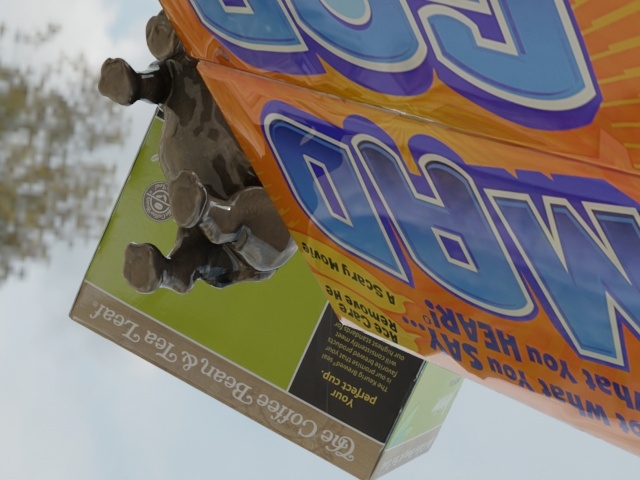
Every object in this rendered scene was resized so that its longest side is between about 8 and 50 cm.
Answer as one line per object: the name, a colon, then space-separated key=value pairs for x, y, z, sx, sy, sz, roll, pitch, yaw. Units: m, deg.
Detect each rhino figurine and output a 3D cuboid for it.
rhino figurine: x=-0.063 y=-0.088 z=0.881 sx=0.073 sy=0.106 sz=0.243 roll=-18 pitch=-107 yaw=37

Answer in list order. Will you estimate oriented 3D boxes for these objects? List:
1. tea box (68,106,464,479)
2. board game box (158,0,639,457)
tea box: x=0.000 y=0.000 z=1.512 sx=0.323 sy=0.329 sz=0.220 roll=-64 pitch=164 yaw=8
board game box: x=0.159 y=-0.157 z=0.701 sx=0.356 sy=0.356 sz=0.356 roll=21 pitch=-34 yaw=54
